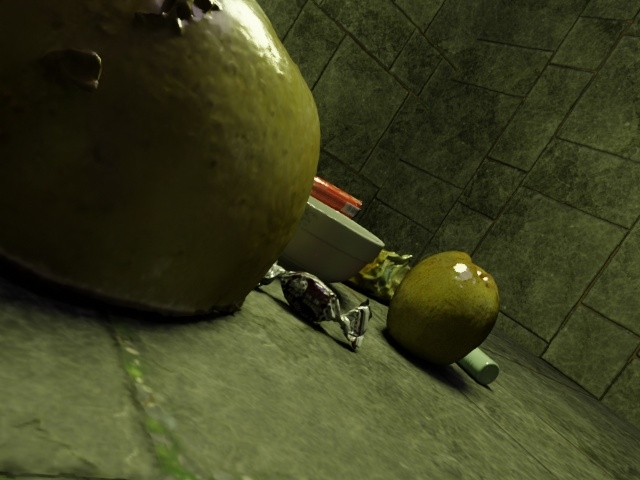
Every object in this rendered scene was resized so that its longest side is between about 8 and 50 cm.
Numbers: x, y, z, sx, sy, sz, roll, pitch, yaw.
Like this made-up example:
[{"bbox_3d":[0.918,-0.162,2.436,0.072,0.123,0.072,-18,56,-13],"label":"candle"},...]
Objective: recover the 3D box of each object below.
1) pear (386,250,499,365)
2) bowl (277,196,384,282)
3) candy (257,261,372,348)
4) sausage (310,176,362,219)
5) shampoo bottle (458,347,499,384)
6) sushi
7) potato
[{"bbox_3d":[0.238,0.125,0.997,0.188,0.211,0.228,36,8,16],"label":"pear"},{"bbox_3d":[-0.031,-0.010,1.036,0.287,0.143,0.287,33,6,-4],"label":"bowl"},{"bbox_3d":[-0.019,0.071,0.770,0.226,0.094,0.051,38,-12,1],"label":"candy"},{"bbox_3d":[0.015,-0.093,1.053,0.145,0.048,0.050,27,3,-22],"label":"sausage"},{"bbox_3d":[0.317,0.246,1.166,0.056,0.056,0.195,29,7,-28],"label":"shampoo bottle"},{"bbox_3d":[0.130,0.064,1.307,0.291,0.139,0.131,28,0,-27],"label":"sushi"},{"bbox_3d":[-0.183,-0.142,0.585,0.385,0.319,0.442,36,5,23],"label":"potato"}]
